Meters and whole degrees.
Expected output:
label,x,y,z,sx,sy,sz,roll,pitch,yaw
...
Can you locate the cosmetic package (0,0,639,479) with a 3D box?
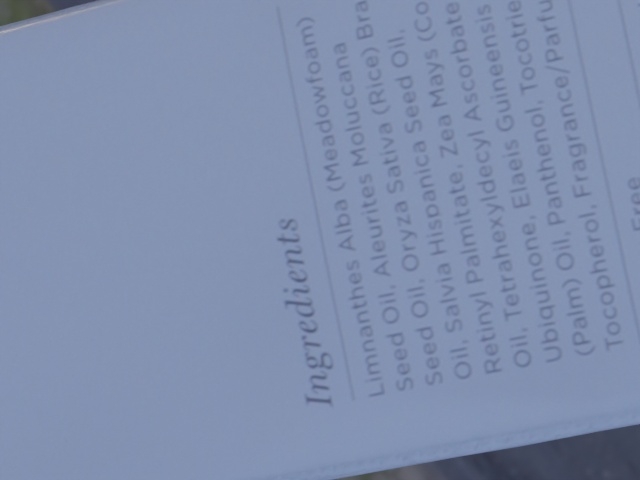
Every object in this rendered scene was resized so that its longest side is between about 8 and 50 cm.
label,x,y,z,sx,sy,sz,roll,pitch,yaw
cosmetic package,0.000,0.000,0.692,0.230,0.453,0.161,4,-106,-73
